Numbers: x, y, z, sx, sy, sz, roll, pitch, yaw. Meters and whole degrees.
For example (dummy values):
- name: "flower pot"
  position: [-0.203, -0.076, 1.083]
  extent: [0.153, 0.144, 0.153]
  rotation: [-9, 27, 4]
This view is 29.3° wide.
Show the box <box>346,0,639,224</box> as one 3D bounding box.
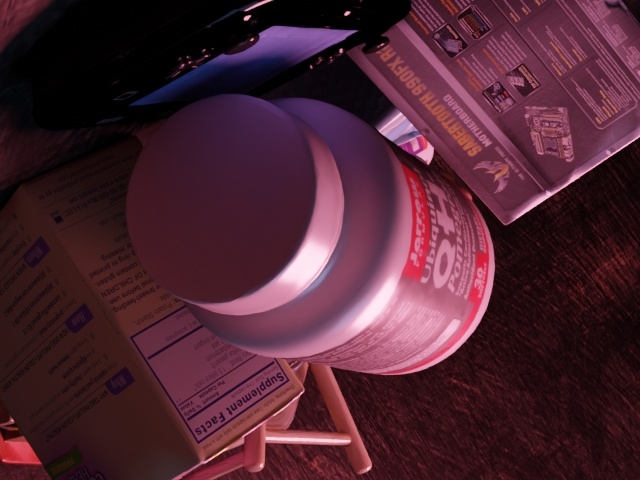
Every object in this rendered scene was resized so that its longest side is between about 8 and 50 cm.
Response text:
- name: "box"
  position: [0.146, -0.144, 0.939]
  extent: [0.183, 0.231, 0.056]
  rotation: [-35, -152, 22]

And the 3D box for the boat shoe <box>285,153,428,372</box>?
- name: "boat shoe"
  position: [0.004, 0.019, 1.111]
  extent: [0.099, 0.116, 0.319]
  rotation: [-22, -159, 44]

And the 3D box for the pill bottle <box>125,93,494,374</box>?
- name: "pill bottle"
  position: [0.000, 0.000, 0.867]
  extent: [0.176, 0.176, 0.318]
  rotation: [-34, 159, 15]

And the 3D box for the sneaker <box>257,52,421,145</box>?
- name: "sneaker"
  position: [-0.005, -0.093, 1.124]
  extent: [0.319, 0.127, 0.208]
  rotation: [-34, 176, 18]

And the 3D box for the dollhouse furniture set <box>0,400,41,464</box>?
- name: "dollhouse furniture set"
  position: [-0.342, 0.146, 1.319]
  extent: [0.201, 0.152, 0.374]
  rotation: [-17, 161, 27]

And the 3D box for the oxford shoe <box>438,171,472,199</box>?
- name: "oxford shoe"
  position: [-0.020, -0.019, 1.439]
  extent: [0.397, 0.146, 0.140]
  rotation: [-20, 175, 20]

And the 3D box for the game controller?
- name: "game controller"
  position: [-0.048, -0.120, 0.754]
  extent: [0.166, 0.067, 0.319]
  rotation: [-35, 176, 20]

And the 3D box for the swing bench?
- name: "swing bench"
  position: [-0.118, 0.140, 1.208]
  extent: [0.253, 0.254, 0.165]
  rotation: [-29, 153, 34]

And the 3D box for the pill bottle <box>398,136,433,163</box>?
- name: "pill bottle"
  position: [0.057, -0.109, 1.708]
  extent: [0.193, 0.108, 0.108]
  rotation: [-32, 177, -32]

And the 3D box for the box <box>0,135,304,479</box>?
- name: "box"
  position: [-0.168, 0.079, 0.980]
  extent: [0.117, 0.243, 0.213]
  rotation: [-30, 175, -42]
